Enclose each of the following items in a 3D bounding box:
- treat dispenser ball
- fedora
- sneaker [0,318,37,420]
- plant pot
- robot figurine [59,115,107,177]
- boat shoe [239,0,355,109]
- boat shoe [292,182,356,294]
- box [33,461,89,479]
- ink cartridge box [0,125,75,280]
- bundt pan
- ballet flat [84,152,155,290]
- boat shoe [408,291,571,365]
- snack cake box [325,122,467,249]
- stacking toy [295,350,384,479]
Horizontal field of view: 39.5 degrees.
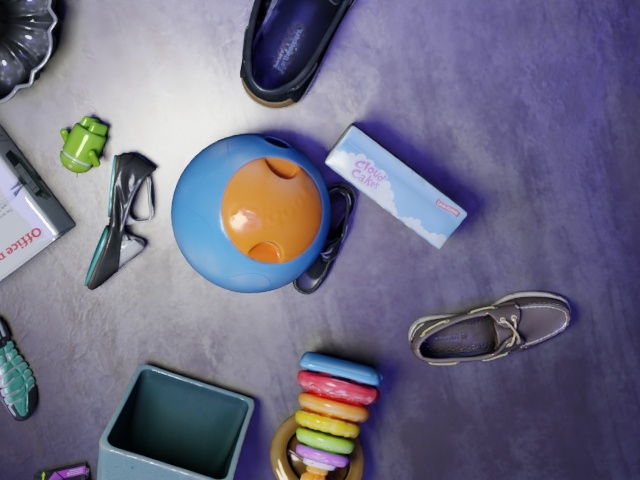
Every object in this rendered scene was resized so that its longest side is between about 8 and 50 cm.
[{"bbox_3d":[-0.125,-0.049,1.610,0.288,0.288,0.288,0,101,2],"label":"treat dispenser ball"},{"bbox_3d":[-0.009,0.438,1.787,0.194,0.079,0.194,2,71,-6],"label":"fedora"},{"bbox_3d":[-0.653,0.263,1.803,0.098,0.083,0.224,-15,98,28],"label":"sneaker"},{"bbox_3d":[-0.296,0.439,1.738,0.247,0.247,0.252,19,120,-2],"label":"plant pot"},{"bbox_3d":[-0.454,-0.179,1.706,0.101,0.067,0.115,35,101,23],"label":"robot figurine"},{"bbox_3d":[-0.014,-0.472,1.597,0.186,0.156,0.500,23,99,-1],"label":"boat shoe"},{"bbox_3d":[0.000,0.000,1.723,0.084,0.079,0.233,22,102,-4],"label":"boat shoe"},{"bbox_3d":[-0.529,0.540,1.806,0.116,0.162,0.029,-14,141,3],"label":"box"},{"bbox_3d":[-0.648,-0.074,1.703,0.211,0.121,0.289,-34,97,7],"label":"ink cartridge box"},{"bbox_3d":[-0.630,-0.409,1.640,0.330,0.124,0.331,0,100,1],"label":"bundt pan"},{"bbox_3d":[-0.381,-0.028,1.723,0.096,0.095,0.280,13,101,-13],"label":"ballet flat"},{"bbox_3d":[0.334,0.177,1.735,0.324,0.097,0.117,-10,100,3],"label":"boat shoe"},{"bbox_3d":[0.137,-0.105,1.660,0.264,0.152,0.089,37,100,-5],"label":"snack cake box"},{"bbox_3d":[0.009,0.376,1.702,0.165,0.175,0.302,14,81,1],"label":"stacking toy"}]
